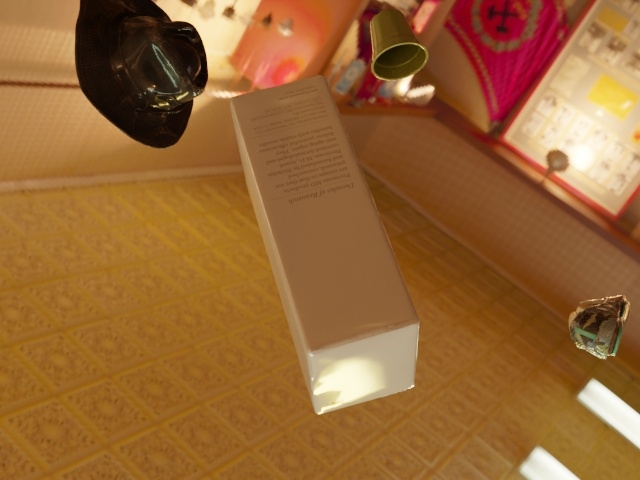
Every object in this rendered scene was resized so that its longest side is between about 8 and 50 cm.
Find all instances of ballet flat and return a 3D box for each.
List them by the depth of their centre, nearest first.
[{"bbox_3d":[0.330,0.094,1.057,0.070,0.070,0.188,39,-167,17],"label":"ballet flat"}]

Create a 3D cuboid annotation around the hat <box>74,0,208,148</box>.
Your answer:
[{"bbox_3d":[-0.290,-0.329,1.614,0.133,0.331,0.331,-8,-178,29],"label":"hat"}]

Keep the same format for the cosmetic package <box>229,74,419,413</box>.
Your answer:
[{"bbox_3d":[0.000,0.000,1.343,0.161,0.230,0.453,-15,-121,-6],"label":"cosmetic package"}]

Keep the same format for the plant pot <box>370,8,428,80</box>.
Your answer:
[{"bbox_3d":[0.104,-0.286,1.276,0.083,0.083,0.079,12,-127,-41],"label":"plant pot"}]
